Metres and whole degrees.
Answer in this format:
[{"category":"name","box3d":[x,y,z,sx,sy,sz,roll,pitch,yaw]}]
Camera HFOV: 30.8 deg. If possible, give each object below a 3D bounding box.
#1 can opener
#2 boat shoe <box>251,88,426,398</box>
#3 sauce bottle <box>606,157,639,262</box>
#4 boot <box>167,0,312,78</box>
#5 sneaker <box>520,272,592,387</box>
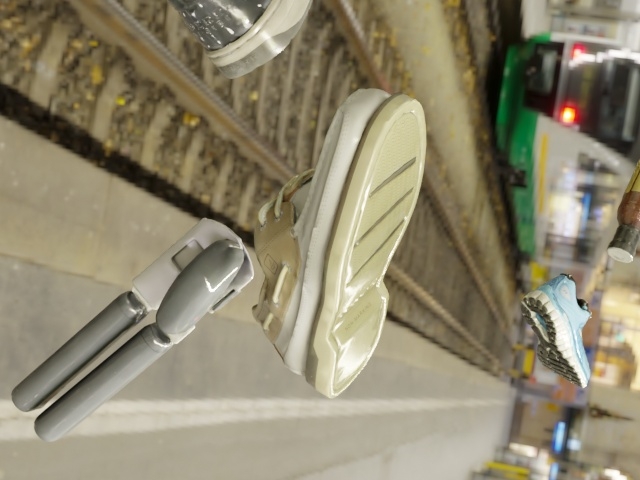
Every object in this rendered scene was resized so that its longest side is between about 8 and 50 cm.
[{"category":"can opener","box3d":[-0.184,0.087,1.092,0.283,0.076,0.095,-40,173,10]},{"category":"boat shoe","box3d":[0.000,0.000,0.896,0.113,0.103,0.302,-40,154,-40]},{"category":"sauce bottle","box3d":[0.310,-0.037,1.114,0.128,0.042,0.042,-60,161,-19]},{"category":"boot","box3d":[-0.073,-0.228,0.664,0.178,0.085,0.236,38,44,-33]},{"category":"sneaker","box3d":[0.281,0.101,1.299,0.073,0.063,0.162,-42,134,-18]}]
